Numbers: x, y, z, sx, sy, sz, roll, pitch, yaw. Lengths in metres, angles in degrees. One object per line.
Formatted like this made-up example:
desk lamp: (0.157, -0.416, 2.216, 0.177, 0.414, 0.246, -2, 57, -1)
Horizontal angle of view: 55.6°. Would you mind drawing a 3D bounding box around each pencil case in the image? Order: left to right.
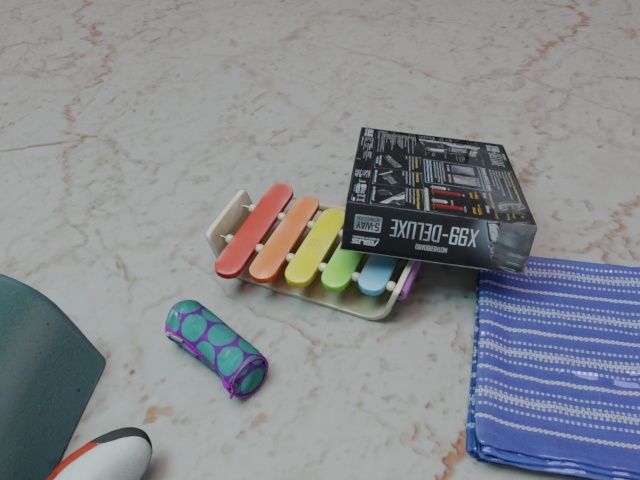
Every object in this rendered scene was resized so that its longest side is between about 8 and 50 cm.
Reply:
pencil case: (-0.140, 0.141, 0.799, 0.151, 0.065, 0.070, 31, 39, 31)

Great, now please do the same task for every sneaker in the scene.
sneaker: (-0.257, 0.312, 0.595, 0.270, 0.090, 0.145, -33, 35, -29)

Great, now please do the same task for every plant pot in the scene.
plant pot: (-0.440, 0.153, 0.685, 0.247, 0.252, 0.248, 3, 46, 9)

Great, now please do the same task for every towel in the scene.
towel: (0.317, 0.142, 0.774, 0.243, 0.040, 0.336, 7, 46, 11)

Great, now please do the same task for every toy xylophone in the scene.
toy xylophone: (0.000, 0.000, 0.913, 0.322, 0.081, 0.236, 9, 47, 14)

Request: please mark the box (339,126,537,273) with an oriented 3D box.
box: (0.164, -0.074, 0.899, 0.242, 0.077, 0.307, 8, 29, 3)
